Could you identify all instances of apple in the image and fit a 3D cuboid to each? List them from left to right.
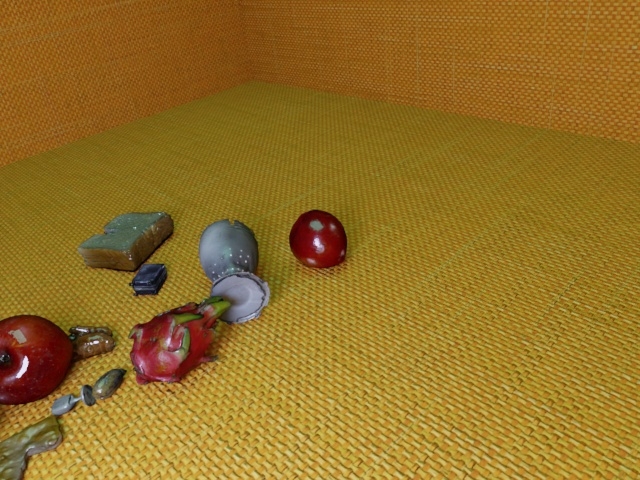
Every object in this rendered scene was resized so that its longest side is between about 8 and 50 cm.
[{"bbox_3d":[-0.733,0.291,1.278,0.219,0.201,0.218,-2,72,6],"label":"apple"}]

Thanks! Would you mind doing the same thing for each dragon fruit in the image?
[{"bbox_3d":[-0.355,0.251,1.322,0.200,0.198,0.269,-40,0,41],"label":"dragon fruit"}]

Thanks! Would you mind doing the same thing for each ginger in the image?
[{"bbox_3d":[-0.647,0.275,1.423,0.162,0.073,0.103,-16,31,-11],"label":"ginger"}]

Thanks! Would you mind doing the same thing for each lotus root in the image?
[{"bbox_3d":[-0.524,0.352,1.290,0.049,0.054,0.099,27,42,13],"label":"lotus root"}]

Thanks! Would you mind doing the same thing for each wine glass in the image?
[{"bbox_3d":[-0.265,0.078,1.555,0.191,0.190,0.357,-12,30,-8],"label":"wine glass"}]

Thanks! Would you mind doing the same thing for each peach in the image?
[{"bbox_3d":[0.000,0.000,1.642,0.198,0.197,0.197,-6,31,3],"label":"peach"}]

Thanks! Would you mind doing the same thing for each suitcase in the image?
[{"bbox_3d":[-0.546,0.124,1.662,0.086,0.059,0.126,-2,32,7],"label":"suitcase"}]

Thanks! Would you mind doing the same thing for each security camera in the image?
[{"bbox_3d":[-0.601,0.391,1.258,0.092,0.058,0.058,-21,32,1],"label":"security camera"}]

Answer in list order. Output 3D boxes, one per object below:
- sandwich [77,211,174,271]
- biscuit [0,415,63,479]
[{"bbox_3d":[-0.697,-0.002,1.870,0.249,0.095,0.273,1,33,21],"label":"sandwich"},{"bbox_3d":[-0.643,0.476,1.127,0.183,0.038,0.174,-30,36,-30],"label":"biscuit"}]
